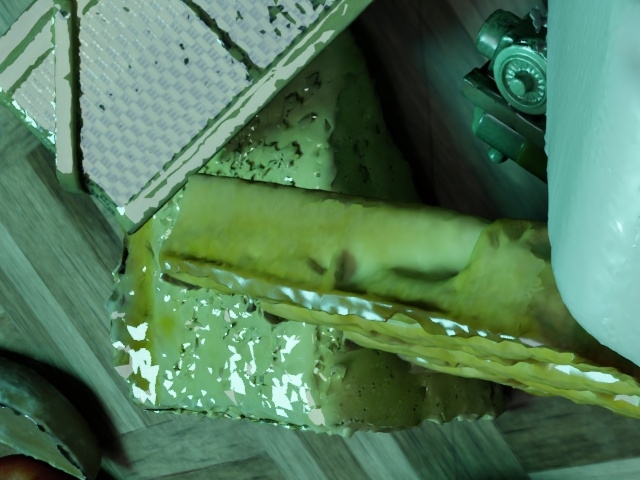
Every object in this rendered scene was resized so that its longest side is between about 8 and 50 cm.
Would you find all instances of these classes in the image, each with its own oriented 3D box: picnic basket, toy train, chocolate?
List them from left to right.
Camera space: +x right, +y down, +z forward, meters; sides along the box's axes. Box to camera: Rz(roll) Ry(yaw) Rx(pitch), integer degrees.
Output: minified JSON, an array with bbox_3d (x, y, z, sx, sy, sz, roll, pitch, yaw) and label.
[{"bbox_3d":[-0.373,0.202,1.492,0.261,0.083,0.161,15,148,38],"label":"chocolate"},{"bbox_3d":[-0.070,-0.145,0.755,0.267,0.165,0.139,-41,97,23],"label":"picnic basket"},{"bbox_3d":[0.173,-0.056,0.729,0.200,0.083,0.132,39,144,16],"label":"toy train"}]

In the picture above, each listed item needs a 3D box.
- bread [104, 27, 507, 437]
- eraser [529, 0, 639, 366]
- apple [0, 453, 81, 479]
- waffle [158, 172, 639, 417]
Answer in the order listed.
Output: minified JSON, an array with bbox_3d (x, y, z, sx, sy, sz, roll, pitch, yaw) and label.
[{"bbox_3d":[0.000,0.000,0.965,0.248,0.279,0.315,1,78,44],"label":"bread"},{"bbox_3d":[0.256,-0.091,0.515,0.331,0.331,0.150,31,137,23],"label":"eraser"},{"bbox_3d":[-0.375,0.398,1.523,0.260,0.260,0.216,9,126,41],"label":"apple"},{"bbox_3d":[0.122,0.053,0.700,0.348,0.077,0.304,22,171,-42],"label":"waffle"}]
